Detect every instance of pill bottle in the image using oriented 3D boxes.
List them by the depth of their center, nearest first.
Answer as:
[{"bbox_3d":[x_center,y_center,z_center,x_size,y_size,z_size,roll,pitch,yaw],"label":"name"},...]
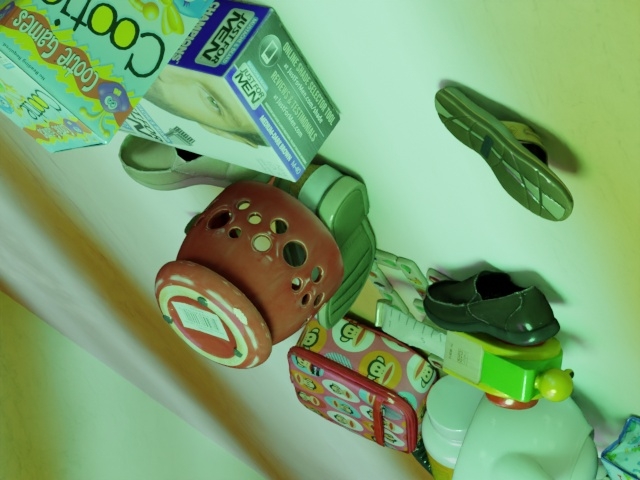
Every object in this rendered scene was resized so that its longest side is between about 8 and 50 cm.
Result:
[{"bbox_3d":[0.226,0.305,2.237,0.136,0.136,0.245,23,151,28],"label":"pill bottle"}]

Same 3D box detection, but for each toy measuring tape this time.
[{"bbox_3d":[0.210,0.136,1.922,0.330,0.121,0.121,23,160,49],"label":"toy measuring tape"}]

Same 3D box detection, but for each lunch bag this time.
[{"bbox_3d":[0.461,0.318,1.967,0.151,0.096,0.129,32,165,37],"label":"lunch bag"},{"bbox_3d":[0.085,0.232,2.353,0.258,0.120,0.293,24,161,14],"label":"lunch bag"}]

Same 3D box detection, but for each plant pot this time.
[{"bbox_3d":[-0.093,0.051,1.815,0.191,0.174,0.191,28,148,19],"label":"plant pot"}]

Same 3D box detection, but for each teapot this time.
[{"bbox_3d":[0.296,0.306,2.011,0.187,0.256,0.252,19,141,17],"label":"teapot"}]

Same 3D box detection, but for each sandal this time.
[{"bbox_3d":[0.189,-0.094,1.475,0.180,0.049,0.072,45,158,12],"label":"sandal"}]

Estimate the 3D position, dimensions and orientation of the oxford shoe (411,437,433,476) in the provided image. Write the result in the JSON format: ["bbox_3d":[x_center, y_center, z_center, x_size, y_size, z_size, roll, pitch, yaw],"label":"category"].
[{"bbox_3d":[0.239,0.396,2.549,0.227,0.082,0.096,36,166,-3],"label":"oxford shoe"}]

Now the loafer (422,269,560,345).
[{"bbox_3d":[0.207,0.069,1.823,0.220,0.080,0.078,10,118,52],"label":"loafer"}]

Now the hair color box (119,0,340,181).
[{"bbox_3d":[-0.162,-0.192,1.706,0.339,0.110,0.185,16,154,38],"label":"hair color box"}]

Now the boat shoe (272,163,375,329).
[{"bbox_3d":[0.000,0.000,1.925,0.103,0.113,0.302,31,149,20],"label":"boat shoe"}]

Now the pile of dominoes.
[{"bbox_3d":[0.149,0.106,2.039,0.196,0.040,0.251,18,156,39],"label":"pile of dominoes"}]

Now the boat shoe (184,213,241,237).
[{"bbox_3d":[-0.149,-0.007,2.236,0.049,0.056,0.152,40,171,-32],"label":"boat shoe"}]

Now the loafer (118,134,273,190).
[{"bbox_3d":[-0.166,-0.124,1.905,0.269,0.102,0.092,3,145,40],"label":"loafer"}]

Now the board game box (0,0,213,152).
[{"bbox_3d":[-0.200,-0.235,1.393,0.142,0.275,0.144,42,159,-24],"label":"board game box"}]

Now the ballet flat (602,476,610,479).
[{"bbox_3d":[0.466,0.425,2.229,0.349,0.123,0.123,33,161,4],"label":"ballet flat"}]
